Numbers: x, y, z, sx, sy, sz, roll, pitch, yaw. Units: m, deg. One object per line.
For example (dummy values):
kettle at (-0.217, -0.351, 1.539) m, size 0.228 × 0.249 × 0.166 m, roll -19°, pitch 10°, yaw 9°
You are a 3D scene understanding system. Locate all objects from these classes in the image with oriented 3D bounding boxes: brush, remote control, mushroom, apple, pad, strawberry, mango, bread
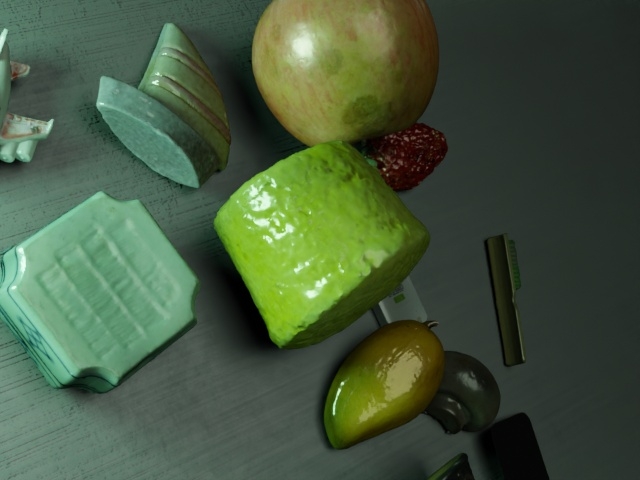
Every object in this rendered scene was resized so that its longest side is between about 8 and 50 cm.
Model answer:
brush at (0.402, 0.126, 2.234) m, size 0.048 × 0.054 × 0.282 m, roll 9°, pitch 69°, yaw -42°
remote control at (0.124, 0.067, 2.095) m, size 0.103 × 0.034 × 0.250 m, roll -26°, pitch 89°, yaw -34°
mushroom at (0.283, 0.293, 2.081) m, size 0.188 × 0.117 × 0.141 m, roll 39°, pitch 47°, yaw -10°
apple at (0.057, -0.343, 1.999) m, size 0.364 × 0.364 × 0.363 m, roll 10°, pitch 69°, yaw -28°
pad at (0.351, 0.493, 2.080) m, size 0.323 × 0.055 × 0.250 m, roll -11°, pitch 81°, yaw -33°
strawberry at (0.187, -0.178, 2.174) m, size 0.228 × 0.098 × 0.174 m, roll 7°, pitch 72°, yaw -28°
mango at (0.124, 0.267, 1.982) m, size 0.317 × 0.119 × 0.176 m, roll -41°, pitch 94°, yaw -20°
bread at (0.000, 0.000, 1.881) m, size 0.348 × 0.348 × 0.307 m, roll -27°, pitch 78°, yaw -34°

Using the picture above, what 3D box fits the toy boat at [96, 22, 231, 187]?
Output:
toy boat at (-0.256, -0.240, 1.931) m, size 0.276 × 0.111 × 0.293 m, roll 52°, pitch 46°, yaw -15°

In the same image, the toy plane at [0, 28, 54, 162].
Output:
toy plane at (-0.566, -0.227, 1.729) m, size 0.252 × 0.118 × 0.252 m, roll 8°, pitch 72°, yaw -27°

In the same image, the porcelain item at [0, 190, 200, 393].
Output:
porcelain item at (-0.368, 0.087, 1.719) m, size 0.281 × 0.157 × 0.286 m, roll -41°, pitch 98°, yaw -32°

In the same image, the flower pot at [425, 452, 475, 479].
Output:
flower pot at (0.275, 0.545, 1.900) m, size 0.267 × 0.266 × 0.267 m, roll -35°, pitch 80°, yaw -34°
